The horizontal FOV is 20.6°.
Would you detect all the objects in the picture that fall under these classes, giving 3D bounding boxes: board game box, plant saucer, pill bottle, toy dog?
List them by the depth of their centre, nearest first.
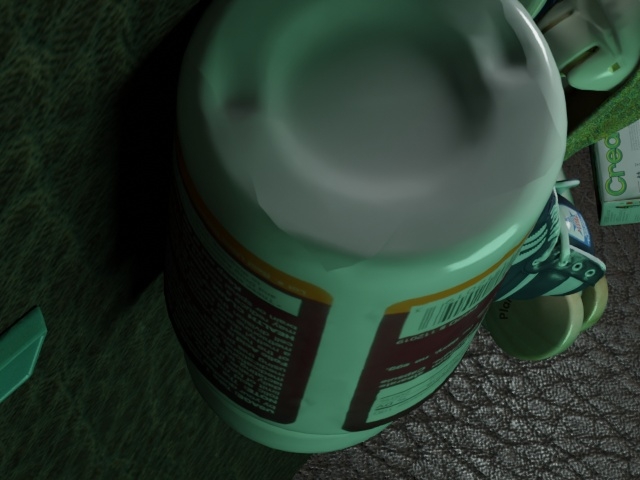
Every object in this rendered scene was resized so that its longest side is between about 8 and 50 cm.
[{"bbox_3d":[-0.234,0.113,1.068,0.192,0.018,0.067,-44,168,-41],"label":"plant saucer"},{"bbox_3d":[0.010,-0.005,1.148,0.224,0.224,0.392,-48,170,-22],"label":"pill bottle"},{"bbox_3d":[0.149,-0.038,1.606,0.161,0.333,0.220,-13,157,21],"label":"toy dog"},{"bbox_3d":[0.268,-0.175,1.658,0.053,0.305,0.193,-7,173,7],"label":"board game box"}]

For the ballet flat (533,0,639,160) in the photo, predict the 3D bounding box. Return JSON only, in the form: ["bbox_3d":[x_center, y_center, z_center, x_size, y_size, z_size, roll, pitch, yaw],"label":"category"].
[{"bbox_3d":[0.184,-0.126,1.377,0.348,0.123,0.123,-42,179,39],"label":"ballet flat"}]

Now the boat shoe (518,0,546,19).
[{"bbox_3d":[0.098,-0.187,1.254,0.158,0.127,0.340,-53,-179,-37],"label":"boat shoe"}]

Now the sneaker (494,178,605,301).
[{"bbox_3d":[0.158,-0.025,1.325,0.153,0.099,0.282,-5,160,-17],"label":"sneaker"}]

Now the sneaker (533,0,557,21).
[{"bbox_3d":[0.165,-0.257,1.412,0.081,0.090,0.232,-43,146,-37],"label":"sneaker"}]
